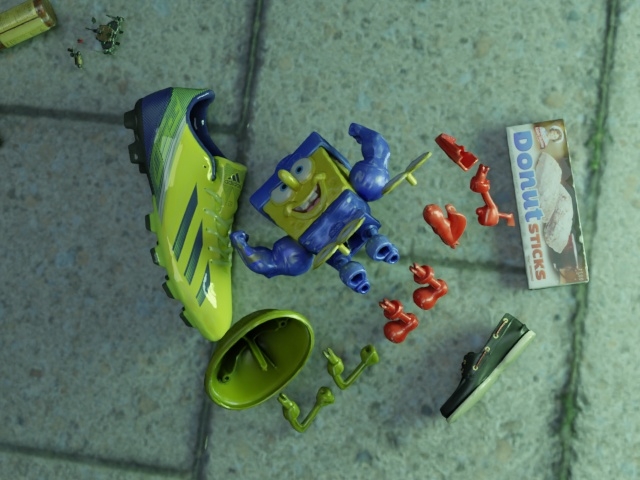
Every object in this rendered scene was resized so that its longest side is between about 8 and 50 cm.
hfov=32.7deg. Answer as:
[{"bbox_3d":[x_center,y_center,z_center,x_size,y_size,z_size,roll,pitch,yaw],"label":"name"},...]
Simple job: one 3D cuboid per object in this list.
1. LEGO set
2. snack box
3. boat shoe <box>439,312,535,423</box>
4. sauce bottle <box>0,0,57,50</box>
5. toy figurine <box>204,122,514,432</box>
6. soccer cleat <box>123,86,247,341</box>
[{"bbox_3d":[-0.260,-0.237,1.290,0.083,0.023,0.054,-17,78,21],"label":"LEGO set"},{"bbox_3d":[0.244,-0.039,1.175,0.064,0.022,0.178,-8,82,10],"label":"snack box"},{"bbox_3d":[0.170,0.136,1.156,0.042,0.049,0.133,40,89,17],"label":"boat shoe"},{"bbox_3d":[-0.378,-0.250,1.298,0.128,0.042,0.042,-21,80,6],"label":"sauce bottle"},{"bbox_3d":[0.000,0.000,1.183,0.362,0.191,0.217,-47,48,9],"label":"toy figurine"},{"bbox_3d":[-0.132,-0.035,1.206,0.121,0.093,0.289,-15,82,1],"label":"soccer cleat"}]
